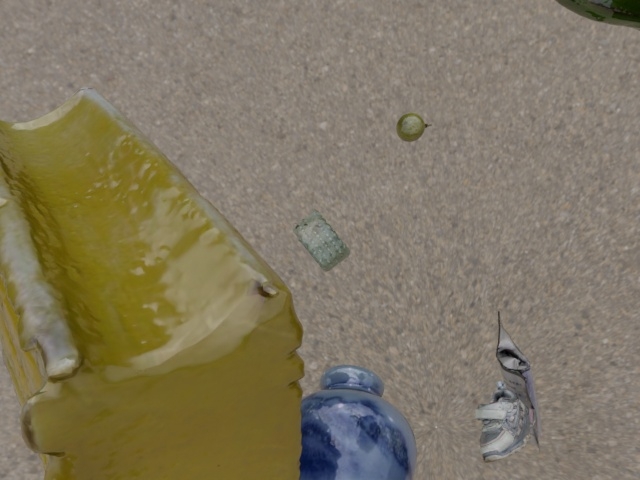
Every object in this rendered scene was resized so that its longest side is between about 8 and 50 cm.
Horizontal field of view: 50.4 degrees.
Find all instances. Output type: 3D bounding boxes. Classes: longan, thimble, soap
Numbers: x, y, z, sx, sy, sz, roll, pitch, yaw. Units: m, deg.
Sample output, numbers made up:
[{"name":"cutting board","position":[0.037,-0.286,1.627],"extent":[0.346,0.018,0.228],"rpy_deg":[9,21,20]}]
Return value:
[{"name":"longan","position":[0.220,-0.267,1.602],"extent":[0.084,0.075,0.075],"rpy_deg":[-5,74,5]},{"name":"thimble","position":[0.000,0.000,1.231],"extent":[0.062,0.084,0.110],"rpy_deg":[-38,72,-3]},{"name":"soap","position":[-0.155,0.080,0.491],"extent":[0.156,0.293,0.335],"rpy_deg":[-20,37,-26]}]

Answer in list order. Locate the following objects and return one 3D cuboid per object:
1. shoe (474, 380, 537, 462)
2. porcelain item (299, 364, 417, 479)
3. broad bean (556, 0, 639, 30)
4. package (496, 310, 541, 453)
[{"name":"shoe","position":[0.345,0.341,1.291],"extent":[0.089,0.180,0.092],"rpy_deg":[-32,90,39]},{"name":"porcelain item","position":[0.016,0.239,0.614],"extent":[0.142,0.141,0.259],"rpy_deg":[2,52,10]},{"name":"broad bean","position":[0.166,-0.172,0.434],"extent":[0.298,0.043,0.060],"rpy_deg":[18,53,-15]},{"name":"package","position":[0.422,0.301,1.474],"extent":[0.062,0.250,0.203],"rpy_deg":[-15,116,9]}]
